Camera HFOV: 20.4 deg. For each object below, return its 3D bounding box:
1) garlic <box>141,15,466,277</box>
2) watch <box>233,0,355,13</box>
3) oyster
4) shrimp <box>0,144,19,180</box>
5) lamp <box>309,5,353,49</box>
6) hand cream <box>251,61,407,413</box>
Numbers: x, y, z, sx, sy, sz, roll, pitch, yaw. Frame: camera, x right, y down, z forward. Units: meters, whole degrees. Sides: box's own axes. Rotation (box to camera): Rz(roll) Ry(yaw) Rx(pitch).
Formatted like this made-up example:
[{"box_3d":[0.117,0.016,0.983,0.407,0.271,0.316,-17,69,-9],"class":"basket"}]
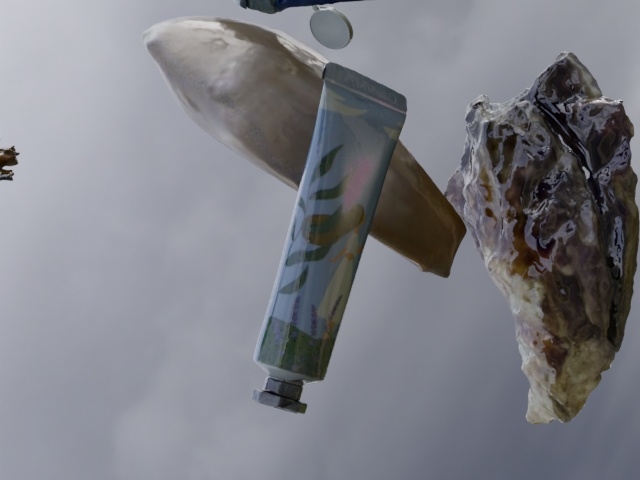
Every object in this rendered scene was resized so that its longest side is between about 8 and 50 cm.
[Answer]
[{"box_3d":[-0.007,-0.084,1.453,0.112,0.318,0.143,-46,5,5],"class":"garlic"},{"box_3d":[0.038,-0.280,1.540,0.276,0.274,0.068,-103,8,-60],"class":"watch"},{"box_3d":[0.189,-0.004,1.557,0.100,0.271,0.275,-10,-35,-29],"class":"oyster"},{"box_3d":[-0.364,-0.039,1.465,0.150,0.249,0.068,55,-150,-55],"class":"shrimp"},{"box_3d":[-0.041,-0.268,1.841,0.050,0.198,0.056,-21,26,45],"class":"lamp"},{"box_3d":[0.000,0.000,1.318,0.088,0.055,0.256,19,-97,-36],"class":"hand cream"}]
